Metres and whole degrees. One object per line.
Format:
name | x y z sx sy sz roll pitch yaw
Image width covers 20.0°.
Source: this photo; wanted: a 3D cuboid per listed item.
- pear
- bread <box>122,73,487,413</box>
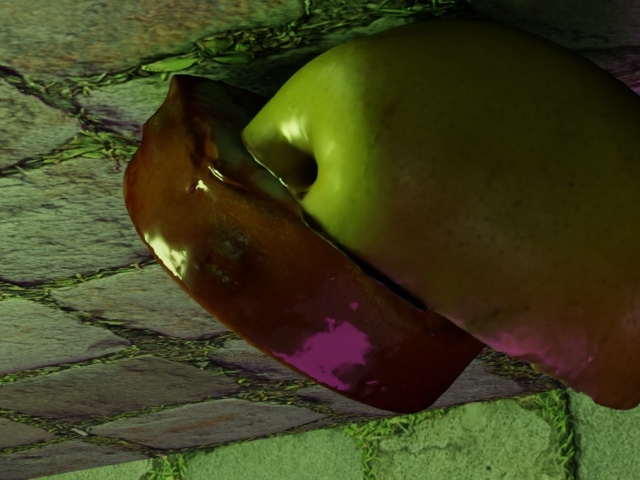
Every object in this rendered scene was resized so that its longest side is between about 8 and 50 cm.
pear | 0.147 -0.051 1.336 0.386 0.340 0.191 24 108 -45
bread | 0.000 0.002 1.425 0.114 0.295 0.328 -50 143 16
